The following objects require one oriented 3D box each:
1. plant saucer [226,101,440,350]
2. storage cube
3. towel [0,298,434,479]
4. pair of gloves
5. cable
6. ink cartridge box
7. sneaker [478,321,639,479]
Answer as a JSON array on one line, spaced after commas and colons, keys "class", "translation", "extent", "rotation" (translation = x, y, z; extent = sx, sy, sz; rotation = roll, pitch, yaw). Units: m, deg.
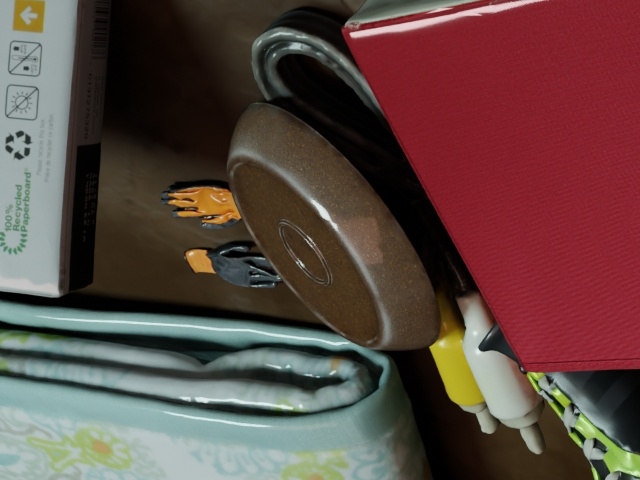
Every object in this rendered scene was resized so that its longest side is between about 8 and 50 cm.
[{"class": "plant saucer", "translation": [0.000, 0.000, 1.034], "extent": [0.168, 0.029, 0.168], "rotation": [46, 162, 19]}, {"class": "storage cube", "translation": [0.159, -0.077, 0.788], "extent": [0.215, 0.183, 0.193], "rotation": [-7, 126, 38]}, {"class": "towel", "translation": [-0.081, 0.182, 1.292], "extent": [0.374, 0.090, 0.320], "rotation": [6, 137, 28]}, {"class": "pair of gloves", "translation": [-0.060, -0.002, 1.142], "extent": [0.074, 0.010, 0.083], "rotation": [4, 134, 29]}, {"class": "cable", "translation": [0.071, -0.003, 1.005], "extent": [0.139, 0.072, 0.287], "rotation": [-12, 124, 47]}, {"class": "ink cartridge box", "translation": [-0.305, -0.076, 1.054], "extent": [0.371, 0.069, 0.176], "rotation": [6, 97, 9]}, {"class": "sneaker", "translation": [0.128, 0.063, 0.935], "extent": [0.097, 0.235, 0.084], "rotation": [-7, 160, -6]}]
